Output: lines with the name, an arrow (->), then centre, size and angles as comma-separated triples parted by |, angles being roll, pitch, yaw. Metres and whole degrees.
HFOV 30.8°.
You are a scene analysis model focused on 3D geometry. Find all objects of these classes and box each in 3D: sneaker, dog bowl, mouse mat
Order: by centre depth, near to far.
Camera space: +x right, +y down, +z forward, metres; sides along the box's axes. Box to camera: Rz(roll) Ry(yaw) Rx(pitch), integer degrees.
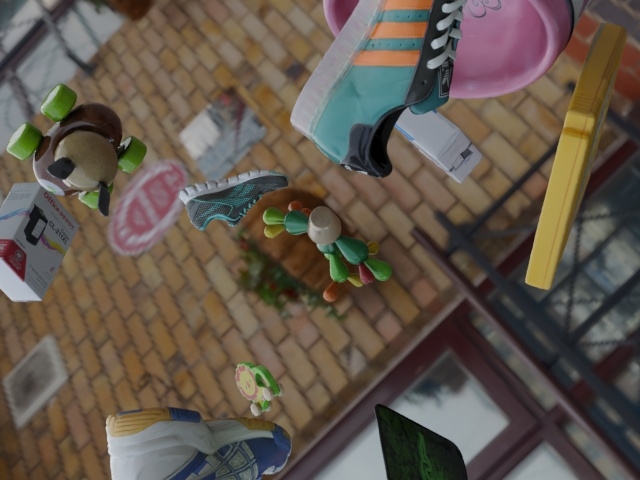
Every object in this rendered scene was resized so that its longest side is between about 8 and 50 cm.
sneaker -> 0.094, -0.195, 1.109 | 0.121, 0.302, 0.108 | 39, -152, 13
mouse mat -> 0.119, 0.271, 1.218 | 0.153, 0.007, 0.189 | 32, -145, -38
sneaker -> -0.131, 0.257, 1.265 | 0.296, 0.112, 0.131 | 19, -118, -57
dog bowl -> 0.183, -0.355, 1.655 | 0.408, 0.150, 0.408 | 13, 155, 6
sneaker -> -0.125, -0.058, 1.749 | 0.065, 0.167, 0.076 | 74, -178, -83

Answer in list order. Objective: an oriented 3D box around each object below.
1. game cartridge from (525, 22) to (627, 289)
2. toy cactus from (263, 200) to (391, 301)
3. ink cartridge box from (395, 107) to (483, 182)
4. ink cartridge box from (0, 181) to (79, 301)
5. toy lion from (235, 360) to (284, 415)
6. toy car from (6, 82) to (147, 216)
game cartridge -> 0.377, -0.128, 1.705 | 0.053, 0.285, 0.323 | 15, -143, 12
toy cactus -> 0.000, 0.000, 1.729 | 0.219, 0.112, 0.180 | 37, 168, 15
ink cartridge box -> 0.237, -0.207, 2.366 | 0.139, 0.082, 0.191 | 42, -173, 24
ink cartridge box -> -0.515, 0.001, 2.047 | 0.127, 0.072, 0.175 | 58, -140, -43
toy lion -> -0.113, 0.251, 2.037 | 0.034, 0.100, 0.096 | -19, -112, -35
toy car -> -0.331, -0.098, 1.589 | 0.155, 0.149, 0.188 | 37, -164, -27
